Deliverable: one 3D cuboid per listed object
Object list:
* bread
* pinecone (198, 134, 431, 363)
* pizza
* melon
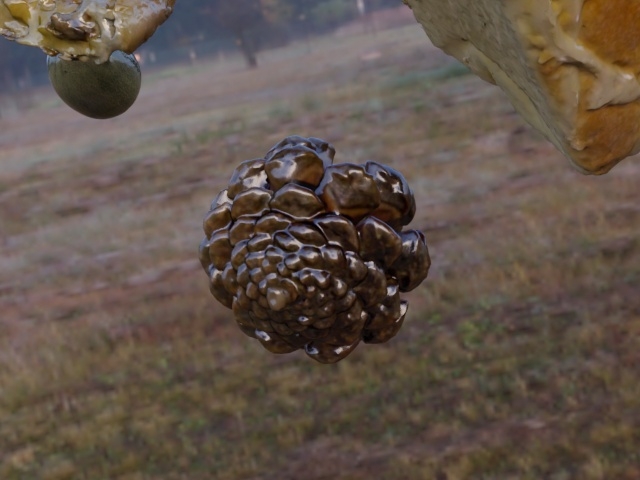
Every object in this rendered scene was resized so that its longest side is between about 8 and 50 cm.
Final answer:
[{"bbox_3d":[0.247,-0.311,1.096,0.371,0.279,0.390,-44,-35,-2],"label":"bread"},{"bbox_3d":[0.000,0.000,1.368,0.244,0.244,0.309,-11,22,8],"label":"pinecone"},{"bbox_3d":[-0.282,-0.348,1.419,0.435,0.080,0.392,22,43,22],"label":"pizza"},{"bbox_3d":[-0.259,-0.193,1.465,0.098,0.098,0.130,-10,-24,14],"label":"melon"}]
